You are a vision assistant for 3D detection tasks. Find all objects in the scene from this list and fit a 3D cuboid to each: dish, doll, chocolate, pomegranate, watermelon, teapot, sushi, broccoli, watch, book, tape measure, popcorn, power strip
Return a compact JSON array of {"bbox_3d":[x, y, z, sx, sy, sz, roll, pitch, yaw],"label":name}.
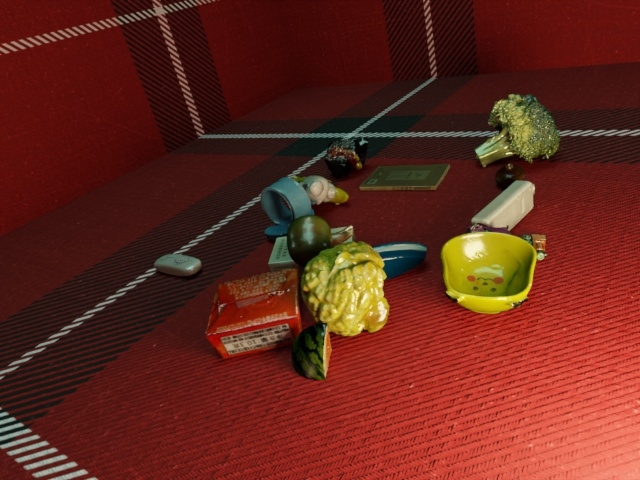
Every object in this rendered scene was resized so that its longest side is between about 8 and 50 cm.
[{"bbox_3d":[0.402,0.095,1.204,0.221,0.108,0.262,0,37,20],"label":"dish"},{"bbox_3d":[-0.020,-0.187,1.871,0.237,0.111,0.252,17,3,-43],"label":"doll"},{"bbox_3d":[-0.162,0.188,1.303,0.237,0.108,0.235,-12,27,2],"label":"chocolate"},{"bbox_3d":[0.000,0.000,1.419,0.191,0.131,0.152,-7,62,-1],"label":"pomegranate"},{"bbox_3d":[-0.015,0.255,1.164,0.094,0.125,0.135,2,-8,-41],"label":"watermelon"},{"bbox_3d":[0.658,-0.231,1.734,0.098,0.078,0.129,1,31,27],"label":"teapot"},{"bbox_3d":[0.101,-0.349,2.149,0.172,0.153,0.151,14,51,6],"label":"sushi"},{"bbox_3d":[0.731,-0.435,1.899,0.301,0.249,0.375,-10,33,2],"label":"broccoli"},{"bbox_3d":[-0.110,-0.117,1.752,0.210,0.193,0.211,-13,28,7],"label":"watch"},{"bbox_3d":[0.336,-0.252,1.985,0.310,0.021,0.217,3,31,30],"label":"book"},{"bbox_3d":[0.435,0.013,1.331,0.118,0.125,0.074,4,24,3],"label":"tape measure"},{"bbox_3d":[0.075,0.121,1.243,0.205,0.251,0.237,-29,59,19],"label":"popcorn"},{"bbox_3d":[0.553,-0.085,1.491,0.338,0.098,0.058,-34,31,-34],"label":"power strip"}]

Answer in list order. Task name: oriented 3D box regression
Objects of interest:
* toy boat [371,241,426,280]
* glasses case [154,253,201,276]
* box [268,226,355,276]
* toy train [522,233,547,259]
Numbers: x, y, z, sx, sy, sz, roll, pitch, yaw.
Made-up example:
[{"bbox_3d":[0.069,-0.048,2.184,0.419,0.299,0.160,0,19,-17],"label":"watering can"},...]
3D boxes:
[{"bbox_3d":[0.161,0.068,1.392,0.299,0.096,0.062,-16,35,-3],"label":"toy boat"},{"bbox_3d":[-0.489,0.084,1.706,0.197,0.049,0.076,7,34,34],"label":"glasses case"},{"bbox_3d":[-0.021,0.038,1.555,0.256,0.069,0.164,-9,28,10],"label":"box"},{"bbox_3d":[0.577,0.020,1.348,0.064,0.044,0.103,7,32,16],"label":"toy train"}]
